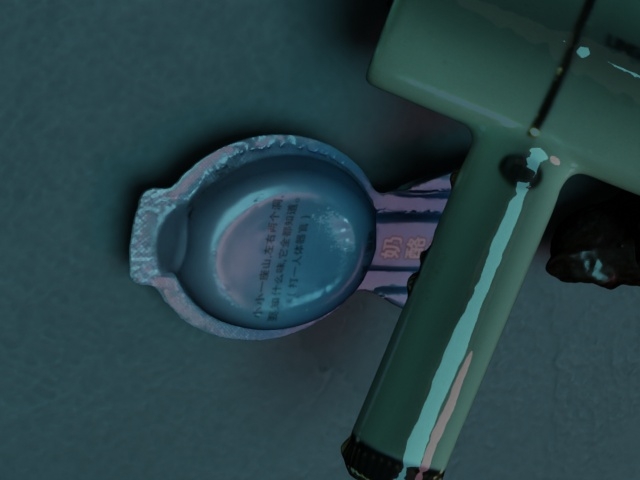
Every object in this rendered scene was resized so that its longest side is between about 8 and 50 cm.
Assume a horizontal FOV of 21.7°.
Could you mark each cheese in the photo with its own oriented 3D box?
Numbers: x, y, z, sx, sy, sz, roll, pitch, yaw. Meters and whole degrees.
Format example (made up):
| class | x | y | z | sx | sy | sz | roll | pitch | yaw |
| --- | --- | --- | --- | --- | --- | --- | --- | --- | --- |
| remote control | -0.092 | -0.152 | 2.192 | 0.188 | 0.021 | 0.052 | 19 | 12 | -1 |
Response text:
| class | x | y | z | sx | sy | sz | roll | pitch | yaw |
| --- | --- | --- | --- | --- | --- | --- | --- | --- | --- |
| cheese | 0.000 | 0.000 | 1.028 | 0.245 | 0.052 | 0.135 | 1 | 113 | -25 |

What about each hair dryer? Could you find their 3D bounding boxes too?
| class | x | y | z | sx | sy | sz | roll | pitch | yaw |
| --- | --- | --- | --- | --- | --- | --- | --- | --- | --- |
| hair dryer | 0.093 | -0.003 | 0.961 | 0.203 | 0.128 | 0.362 | 23 | 93 | 0 |

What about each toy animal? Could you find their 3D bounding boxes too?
| class | x | y | z | sx | sy | sz | roll | pitch | yaw |
| --- | --- | --- | --- | --- | --- | --- | --- | --- | --- |
| toy animal | 0.232 | -0.031 | 1.076 | 0.179 | 0.218 | 0.116 | -6 | 96 | 15 |
